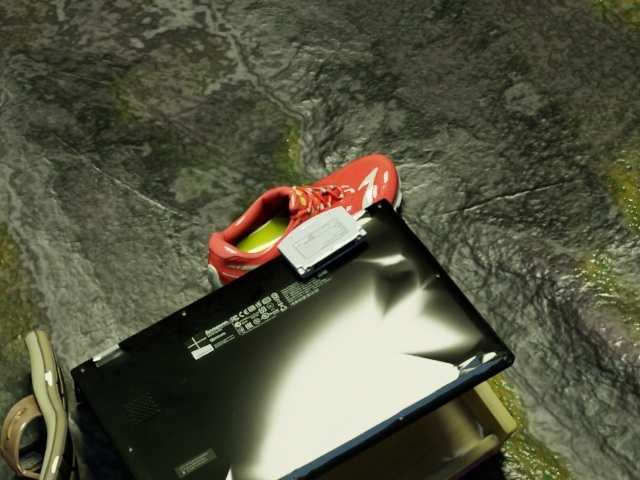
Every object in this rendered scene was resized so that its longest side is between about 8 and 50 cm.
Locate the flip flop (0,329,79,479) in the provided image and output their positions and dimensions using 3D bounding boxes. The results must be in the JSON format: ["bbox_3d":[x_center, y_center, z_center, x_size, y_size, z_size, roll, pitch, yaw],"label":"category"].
[{"bbox_3d":[-0.319,0.212,2.065,0.080,0.112,0.277,-10,45,-7],"label":"flip flop"}]

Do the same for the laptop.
[{"bbox_3d":[-0.047,0.149,1.974,0.382,0.236,0.408,-29,50,-11],"label":"laptop"}]

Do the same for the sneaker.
[{"bbox_3d":[-0.015,-0.027,2.219,0.279,0.118,0.107,-34,55,-20],"label":"sneaker"}]

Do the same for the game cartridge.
[{"bbox_3d":[0.000,0.000,1.921,0.083,0.017,0.056,-32,54,-13],"label":"game cartridge"}]

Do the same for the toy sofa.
[{"bbox_3d":[0.019,0.255,1.979,0.362,0.177,0.150,-32,76,-19],"label":"toy sofa"}]
